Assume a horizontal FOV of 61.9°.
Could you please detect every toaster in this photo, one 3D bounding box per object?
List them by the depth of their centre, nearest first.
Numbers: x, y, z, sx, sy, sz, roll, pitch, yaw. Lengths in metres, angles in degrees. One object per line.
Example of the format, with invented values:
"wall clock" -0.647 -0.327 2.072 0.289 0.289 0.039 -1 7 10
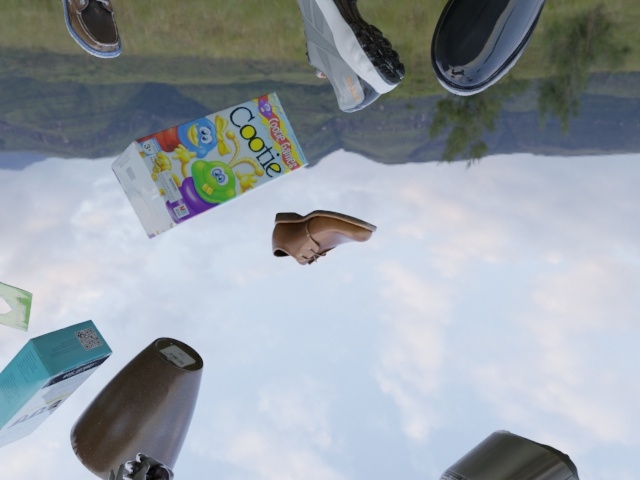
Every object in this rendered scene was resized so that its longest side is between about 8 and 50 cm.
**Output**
"toaster" 0.285 0.385 0.818 0.147 0.129 0.227 -25 -178 -18

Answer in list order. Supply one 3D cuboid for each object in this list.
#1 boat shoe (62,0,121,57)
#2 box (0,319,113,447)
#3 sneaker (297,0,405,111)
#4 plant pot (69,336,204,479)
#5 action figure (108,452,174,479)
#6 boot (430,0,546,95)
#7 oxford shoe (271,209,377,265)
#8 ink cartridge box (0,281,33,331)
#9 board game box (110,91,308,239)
"boat shoe" -0.341 -0.349 0.776 0.066 0.066 0.183 -21 -107 -36
"box" -0.405 0.211 0.745 0.060 0.244 0.100 53 -157 10
"sneaker" 0.007 -0.305 0.757 0.100 0.271 0.108 -13 163 -47
"plant pot" -0.330 0.313 1.042 0.215 0.230 0.215 31 -171 -6
"action figure" -0.136 0.299 0.494 0.099 0.185 0.285 -3 158 26
"boot" 0.250 -0.403 0.646 0.146 0.367 0.445 34 -173 12
"oxford shoe" 0.000 0.000 0.754 0.076 0.076 0.212 22 165 -32
"ink cartridge box" -0.426 0.070 0.504 0.255 0.189 0.097 23 -120 -21
"board game box" -0.184 -0.130 0.918 0.275 0.142 0.144 -31 -171 -34
